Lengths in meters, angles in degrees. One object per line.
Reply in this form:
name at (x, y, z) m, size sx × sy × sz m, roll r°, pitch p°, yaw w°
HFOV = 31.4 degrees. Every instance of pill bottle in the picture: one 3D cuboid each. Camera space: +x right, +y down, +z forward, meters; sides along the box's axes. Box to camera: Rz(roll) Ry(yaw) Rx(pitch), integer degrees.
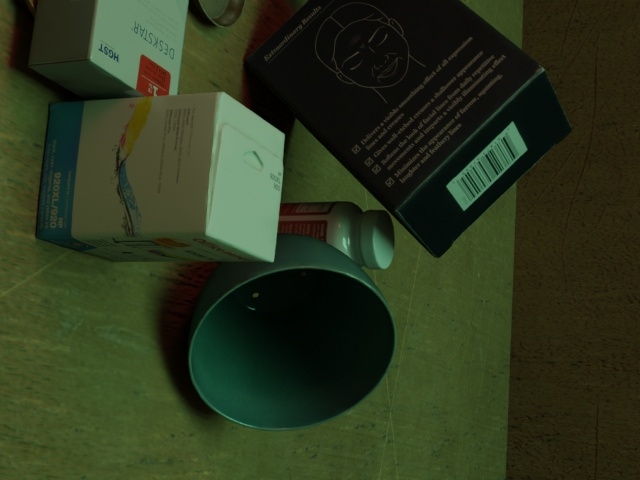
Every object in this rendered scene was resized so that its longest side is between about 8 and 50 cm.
pill bottle at (0.000, 0.000, 1.774) m, size 0.121 × 0.216 × 0.121 m, roll 0°, pitch 90°, yaw -65°

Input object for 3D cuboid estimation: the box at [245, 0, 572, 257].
box at (0.132, -0.224, 1.759) m, size 0.293 × 0.395 × 0.212 m, roll -44°, pitch 149°, yaw 3°

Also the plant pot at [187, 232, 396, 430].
plant pot at (-0.055, 0.102, 1.638) m, size 0.195 × 0.290 × 0.290 m, roll -109°, pitch 180°, yaw -54°

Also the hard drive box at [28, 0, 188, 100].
hard drive box at (-0.239, -0.282, 1.334) m, size 0.181 × 0.089 × 0.232 m, roll 28°, pitch 64°, yaw -62°

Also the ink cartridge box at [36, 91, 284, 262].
ink cartridge box at (-0.184, -0.068, 1.347) m, size 0.171 × 0.233 × 0.168 m, roll 26°, pitch 66°, yaw -63°

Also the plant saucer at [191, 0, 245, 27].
plant saucer at (-0.158, -0.395, 1.663) m, size 0.168 × 0.029 × 0.168 m, roll -1°, pitch 90°, yaw -66°

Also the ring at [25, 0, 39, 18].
ring at (-0.283, -0.374, 1.384) m, size 0.336 × 0.032 × 0.336 m, roll 0°, pitch 90°, yaw -65°
